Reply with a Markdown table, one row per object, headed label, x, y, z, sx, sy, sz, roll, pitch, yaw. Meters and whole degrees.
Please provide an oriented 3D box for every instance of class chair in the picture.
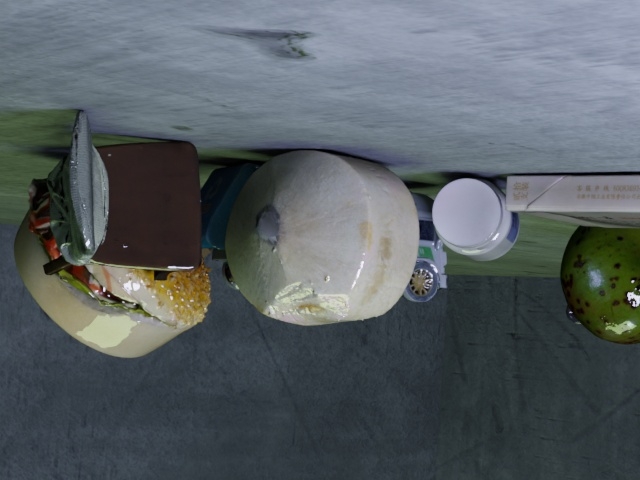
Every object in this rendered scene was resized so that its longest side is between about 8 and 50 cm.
| label | x | y | z | sx | sy | sz | roll | pitch | yaw |
| --- | --- | --- | --- | --- | --- | --- | --- | --- | --- |
| chair | -0.226 | -0.044 | 1.654 | 0.186 | 0.160 | 0.319 | 2 | 170 | -19 |

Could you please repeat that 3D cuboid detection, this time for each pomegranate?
| label | x | y | z | sx | sy | sz | roll | pitch | yaw |
| --- | --- | --- | --- | --- | --- | --- | --- | --- | --- |
| pomegranate | 0.472 | 0.043 | 2.110 | 0.202 | 0.202 | 0.248 | 8 | 149 | -45 |

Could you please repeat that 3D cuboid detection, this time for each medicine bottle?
| label | x | y | z | sx | sy | sz | roll | pitch | yaw |
| --- | --- | --- | --- | --- | --- | --- | --- | --- | --- |
| medicine bottle | 0.205 | -0.029 | 1.876 | 0.102 | 0.103 | 0.186 | 3 | 176 | 14 |

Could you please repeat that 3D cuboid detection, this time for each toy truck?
| label | x | y | z | sx | sy | sz | roll | pitch | yaw |
| --- | --- | --- | --- | --- | --- | --- | --- | --- | --- |
| toy truck | -0.003 | -0.004 | 1.941 | 0.367 | 0.175 | 0.146 | 7 | 177 | -26 |

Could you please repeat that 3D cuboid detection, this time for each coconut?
| label | x | y | z | sx | sy | sz | roll | pitch | yaw |
| --- | --- | --- | --- | --- | --- | --- | --- | --- | --- |
| coconut | -0.003 | 0.000 | 1.729 | 0.241 | 0.241 | 0.241 | 4 | 176 | 0 |

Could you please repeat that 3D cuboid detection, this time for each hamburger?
| label | x | y | z | sx | sy | sz | roll | pitch | yaw |
| --- | --- | --- | --- | --- | --- | --- | --- | --- | --- |
| hamburger | -0.275 | 0.022 | 1.949 | 0.170 | 0.302 | 0.302 | -44 | 155 | 20 |

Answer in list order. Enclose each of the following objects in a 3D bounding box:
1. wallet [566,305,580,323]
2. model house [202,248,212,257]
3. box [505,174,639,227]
| label | x | y | z | sx | sy | sz | roll | pitch | yaw |
| --- | --- | --- | --- | --- | --- | --- | --- | --- | --- |
| wallet | 0.553 | 0.067 | 2.399 | 0.228 | 0.062 | 0.406 | 3 | -167 | 16 |
| model house | -0.328 | -0.038 | 2.324 | 0.248 | 0.181 | 0.176 | 41 | 165 | 51 |
| box | 0.431 | -0.045 | 1.732 | 0.365 | 0.051 | 0.204 | 1 | 176 | 41 |
